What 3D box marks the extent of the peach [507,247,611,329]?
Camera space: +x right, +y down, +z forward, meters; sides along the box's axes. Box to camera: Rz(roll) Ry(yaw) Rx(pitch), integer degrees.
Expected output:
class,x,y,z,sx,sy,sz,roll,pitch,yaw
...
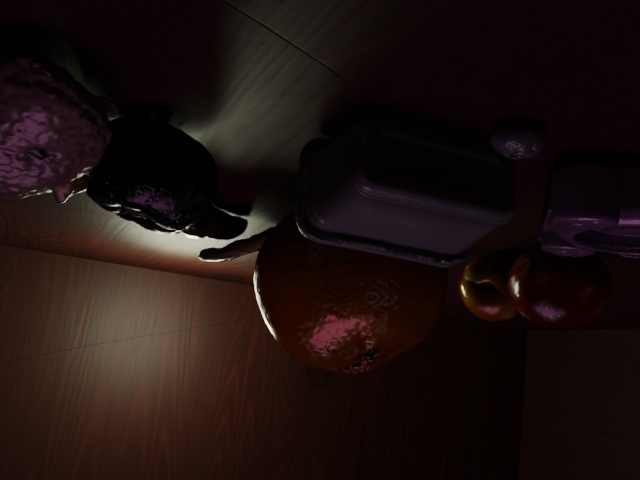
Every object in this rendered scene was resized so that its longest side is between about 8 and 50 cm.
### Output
class,x,y,z,sx,sy,sz,roll,pitch,yaw
peach,0.577,0.111,1.693,0.243,0.199,0.243,4,153,2

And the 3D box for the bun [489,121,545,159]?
class,x,y,z,sx,sy,sz,roll,pitch,yaw
bun,0.276,-0.137,0.978,0.083,0.045,0.083,10,173,1

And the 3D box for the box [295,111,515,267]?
class,x,y,z,sx,sy,sz,roll,pitch,yaw
box,0.139,-0.081,1.067,0.312,0.175,0.182,11,160,-20

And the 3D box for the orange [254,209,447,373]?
class,x,y,z,sx,sy,sz,roll,pitch,yaw
orange,0.066,0.099,1.468,0.424,0.326,0.424,-5,150,-3

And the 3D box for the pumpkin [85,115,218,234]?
class,x,y,z,sx,sy,sz,roll,pitch,yaw
pumpkin,-0.280,-0.109,1.160,0.233,0.163,0.233,16,165,5

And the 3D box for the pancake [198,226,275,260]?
class,x,y,z,sx,sy,sz,roll,pitch,yaw
pancake,-0.174,0.009,1.765,0.282,0.049,0.282,-17,-175,1

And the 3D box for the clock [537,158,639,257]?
class,x,y,z,sx,sy,sz,roll,pitch,yaw
clock,0.529,-0.045,1.132,0.322,0.113,0.295,3,168,14

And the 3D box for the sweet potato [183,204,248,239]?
class,x,y,z,sx,sy,sz,roll,pitch,yaw
sweet potato,-0.276,-0.048,1.661,0.114,0.092,0.341,17,-177,12

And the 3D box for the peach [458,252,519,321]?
class,x,y,z,sx,sy,sz,roll,pitch,yaw
peach,0.472,0.125,1.880,0.190,0.190,0.192,1,172,29

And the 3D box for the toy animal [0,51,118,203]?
class,x,y,z,sx,sy,sz,roll,pitch,yaw
toy animal,-0.438,-0.150,0.986,0.358,0.188,0.226,0,163,34
